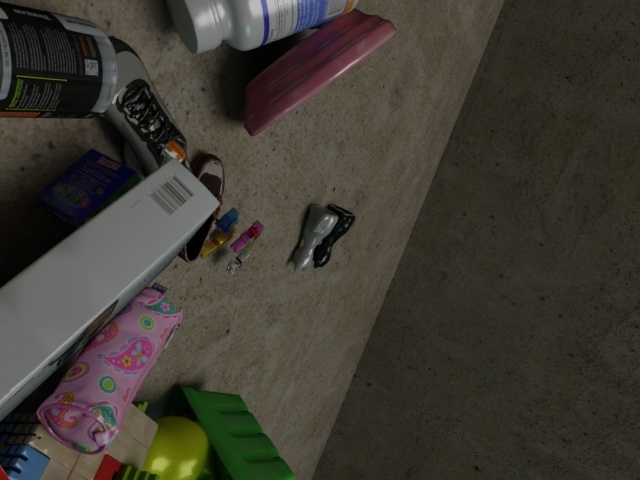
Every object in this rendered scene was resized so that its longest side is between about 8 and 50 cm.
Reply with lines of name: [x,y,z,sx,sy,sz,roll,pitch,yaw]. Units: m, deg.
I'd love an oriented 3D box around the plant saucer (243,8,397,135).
plant saucer: [-0.018,-0.322,0.950,0.084,0.332,0.332,54,52,-15]

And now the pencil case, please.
pencil case: [-0.329,0.197,0.833,0.284,0.124,0.124,-72,174,-56]

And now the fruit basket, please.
fruit basket: [-0.289,0.508,1.120,0.392,0.392,0.282,-20,131,-61]

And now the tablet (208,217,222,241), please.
tablet: [-0.230,-0.022,1.098,0.054,0.006,0.083,-60,158,-12]

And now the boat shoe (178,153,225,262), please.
boat shoe: [-0.223,-0.058,0.958,0.073,0.073,0.206,10,105,-33]

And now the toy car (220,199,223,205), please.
toy car: [-0.226,-0.048,1.031,0.060,0.041,0.122,-15,127,-63]

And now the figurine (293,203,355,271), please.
figurine: [0.000,0.000,1.555,0.215,0.092,0.209,-7,124,-64]

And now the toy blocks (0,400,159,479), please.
toy blocks: [-0.423,0.373,0.812,0.381,0.191,0.261,-77,149,-44]

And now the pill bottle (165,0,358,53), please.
pill bottle: [-0.087,-0.379,0.762,0.272,0.152,0.152,-27,145,-18]

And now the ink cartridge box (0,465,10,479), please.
ink cartridge box: [-0.479,0.291,0.570,0.066,0.233,0.189,-83,179,-50]

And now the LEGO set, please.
LEGO set: [-0.199,0.011,1.058,0.093,0.087,0.227,-43,175,-26]

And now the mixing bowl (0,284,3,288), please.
mixing bowl: [-0.445,0.087,0.546,0.181,0.098,0.181,-45,-172,8]

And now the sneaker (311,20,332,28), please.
sneaker: [-0.048,-0.457,0.933,0.262,0.099,0.121,-36,140,-53]

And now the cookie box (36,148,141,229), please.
cookie box: [-0.322,-0.068,0.718,0.107,0.092,0.040,-53,158,-28]

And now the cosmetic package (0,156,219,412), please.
cosmetic package: [-0.328,0.082,0.677,0.377,0.097,0.284,-49,-169,-34]

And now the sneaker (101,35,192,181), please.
sneaker: [-0.253,-0.173,0.746,0.100,0.108,0.271,-52,154,-26]

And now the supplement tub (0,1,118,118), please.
supplement tub: [-0.327,-0.190,0.541,0.190,0.117,0.117,-22,133,-60]
